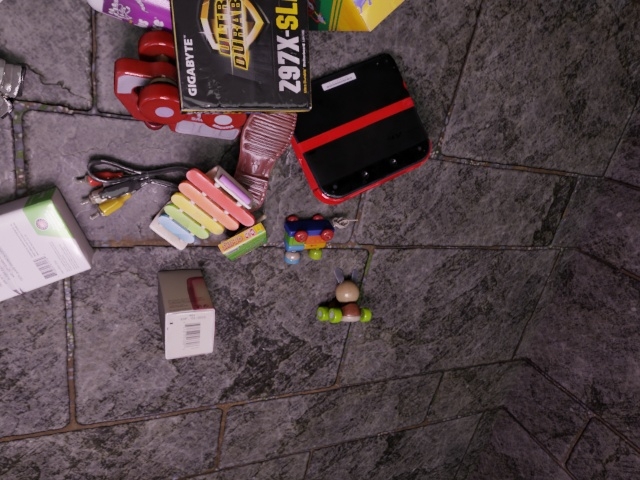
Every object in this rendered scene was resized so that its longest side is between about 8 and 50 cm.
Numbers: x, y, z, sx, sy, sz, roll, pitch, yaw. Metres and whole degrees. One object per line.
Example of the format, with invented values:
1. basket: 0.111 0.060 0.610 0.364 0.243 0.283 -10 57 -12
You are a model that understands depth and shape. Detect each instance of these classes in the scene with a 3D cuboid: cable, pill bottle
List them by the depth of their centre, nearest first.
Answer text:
1. pill bottle: -0.378 -0.535 0.862 0.302 0.169 0.169 10 110 -28
2. cable: -0.479 -0.161 1.090 0.287 0.072 0.139 -23 106 -28

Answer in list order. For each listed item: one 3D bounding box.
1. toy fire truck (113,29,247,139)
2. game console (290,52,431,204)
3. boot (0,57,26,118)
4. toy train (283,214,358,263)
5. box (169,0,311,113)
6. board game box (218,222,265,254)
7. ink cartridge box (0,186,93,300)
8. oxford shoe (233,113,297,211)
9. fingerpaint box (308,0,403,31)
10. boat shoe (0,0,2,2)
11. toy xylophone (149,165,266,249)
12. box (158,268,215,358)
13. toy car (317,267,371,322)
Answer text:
1. toy fire truck: -0.313 -0.320 0.974 0.302 0.254 0.169 0 72 -27
2. game console: 0.105 -0.316 1.198 0.387 0.060 0.341 -26 92 -13
3. boot: -0.683 -0.381 0.847 0.161 0.083 0.246 17 121 -35
4. toy train: 0.000 0.000 1.358 0.248 0.105 0.143 -4 126 -24
5. box: -0.154 -0.412 0.810 0.257 0.079 0.321 -6 101 -20
6. board game box: -0.214 0.010 1.196 0.124 0.259 0.039 -29 85 -9
7. ink cartridge box: -0.732 0.017 1.005 0.273 0.115 0.198 -21 121 -15
8. oxford shoe: -0.163 -0.254 1.134 0.123 0.130 0.348 22 110 -16
9. fingerpaint box: 0.146 -0.670 0.921 0.445 0.371 0.163 -43 125 -1
10. boat shoe: -0.627 -0.590 0.748 0.116 0.099 0.319 5 120 -30
11. toy xylophone: -0.288 -0.069 1.109 0.236 0.081 0.323 36 133 -23
12. box: -0.386 0.200 1.189 0.127 0.232 0.148 -2 116 -25
13. toy car: 0.086 0.194 1.500 0.155 0.149 0.188 5 84 -31
